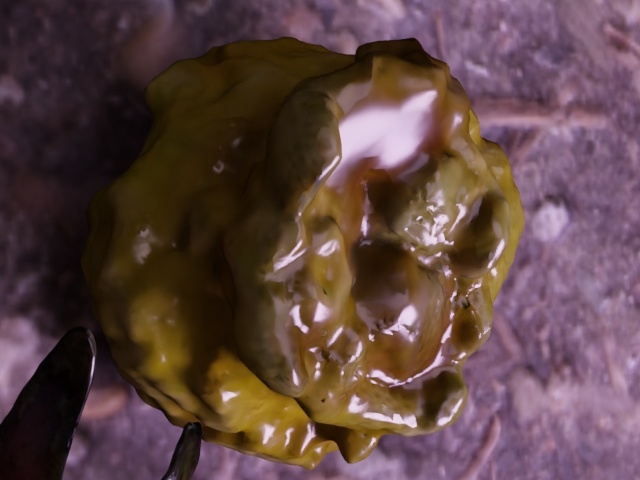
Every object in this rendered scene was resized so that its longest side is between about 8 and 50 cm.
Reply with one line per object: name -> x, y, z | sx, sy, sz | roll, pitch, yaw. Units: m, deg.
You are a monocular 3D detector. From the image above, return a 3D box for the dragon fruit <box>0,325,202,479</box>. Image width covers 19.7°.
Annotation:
dragon fruit -> -0.152, 0.143, 0.569 | 0.192, 0.193, 0.274 | 34, 74, -57

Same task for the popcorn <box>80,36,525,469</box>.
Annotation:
popcorn -> 0.003, 0.003, 0.755 | 0.197, 0.155, 0.198 | -6, 98, -53
